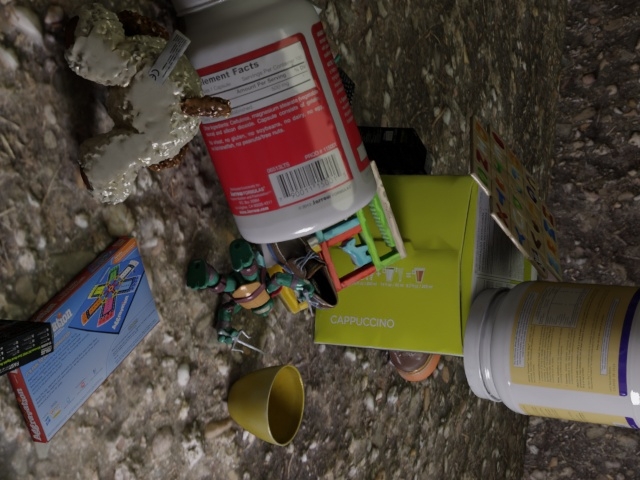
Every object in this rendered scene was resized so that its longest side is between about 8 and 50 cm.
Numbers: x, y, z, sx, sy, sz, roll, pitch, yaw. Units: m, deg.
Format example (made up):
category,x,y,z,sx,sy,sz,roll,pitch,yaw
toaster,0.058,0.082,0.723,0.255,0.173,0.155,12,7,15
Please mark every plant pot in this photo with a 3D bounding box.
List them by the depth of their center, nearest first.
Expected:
category,x,y,z,sx,sy,sz,roll,pitch,yaw
plant pot,-0.099,0.272,1.813,0.134,0.095,0.134,-5,95,-64

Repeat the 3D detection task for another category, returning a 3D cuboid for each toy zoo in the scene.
category,x,y,z,sx,sy,sz,roll,pitch,yaw
toy zoo,0.000,0.000,1.903,0.293,0.030,0.192,-26,105,-22

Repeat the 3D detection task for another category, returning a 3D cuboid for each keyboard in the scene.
category,x,y,z,sx,sy,sz,roll,pitch,yaw
keyboard,0.040,-0.242,2.150,0.108,0.023,0.180,46,52,-56

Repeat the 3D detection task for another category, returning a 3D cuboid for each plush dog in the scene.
category,x,y,z,sx,sy,sz,roll,pitch,yaw
plush dog,-0.221,-0.198,1.463,0.225,0.210,0.262,-94,179,-73

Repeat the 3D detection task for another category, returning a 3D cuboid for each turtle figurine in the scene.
category,x,y,z,sx,sy,sz,roll,pitch,yaw
turtle figurine,-0.114,0.089,1.757,0.175,0.118,0.234,-41,142,-1

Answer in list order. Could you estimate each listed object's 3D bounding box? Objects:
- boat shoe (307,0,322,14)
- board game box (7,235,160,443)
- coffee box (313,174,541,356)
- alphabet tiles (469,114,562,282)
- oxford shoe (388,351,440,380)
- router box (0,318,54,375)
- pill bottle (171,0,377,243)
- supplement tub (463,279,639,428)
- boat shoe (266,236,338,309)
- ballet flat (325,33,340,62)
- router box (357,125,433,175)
category,x,y,z,sx,sy,sz,roll,pitch,yaw
boat shoe,-0.067,-0.398,1.875,0.070,0.077,0.219,-58,165,19
board game box,-0.312,0.124,1.441,0.281,0.027,0.145,-51,138,-51
coffee box,0.217,0.055,2.145,0.334,0.337,0.338,10,83,-58
alphabet tiles,0.366,-0.081,2.025,0.285,0.011,0.342,47,27,-21
oxford shoe,0.242,0.134,2.478,0.133,0.130,0.364,51,47,-45
router box,-0.378,0.124,1.231,0.122,0.092,0.038,-25,114,-61
pill bottle,-0.081,-0.220,1.629,0.229,0.229,0.408,-41,115,-56
supplement tub,0.442,0.193,1.882,0.241,0.331,0.241,-7,98,-57
boat shoe,-0.023,0.040,1.839,0.066,0.066,0.183,-44,111,-16
ballet flat,-0.062,-0.285,1.873,0.106,0.107,0.316,55,34,-21
router box,0.147,-0.181,2.228,0.179,0.133,0.046,45,53,-65
